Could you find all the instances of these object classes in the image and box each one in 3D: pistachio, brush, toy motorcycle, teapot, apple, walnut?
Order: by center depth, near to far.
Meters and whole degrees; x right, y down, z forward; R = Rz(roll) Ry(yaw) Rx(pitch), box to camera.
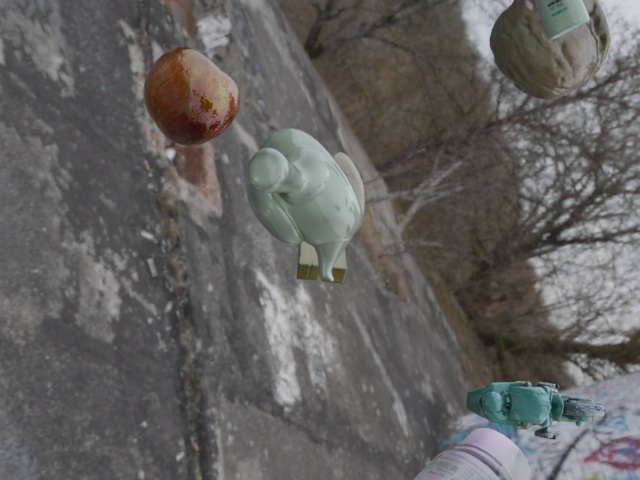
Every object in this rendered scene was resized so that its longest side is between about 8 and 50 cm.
[{"bbox_3d":[-0.046,-0.094,1.172,0.220,0.149,0.318,48,-8,36],"label":"teapot"},{"bbox_3d":[0.384,0.320,1.452,0.296,0.198,0.109,146,-50,-72],"label":"toy motorcycle"},{"bbox_3d":[-0.247,-0.277,1.484,0.195,0.173,0.160,32,32,-49],"label":"apple"},{"bbox_3d":[0.466,-0.404,1.532,0.248,0.248,0.248,-17,90,-80],"label":"walnut"},{"bbox_3d":[0.000,0.000,1.689,0.233,0.103,0.047,-91,-170,-52],"label":"brush"},{"bbox_3d":[0.048,-0.109,1.917,0.136,0.136,0.226,42,41,-72],"label":"pistachio"}]

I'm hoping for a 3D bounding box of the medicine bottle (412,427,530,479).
[{"bbox_3d":[0.385,0.657,1.986,0.302,0.241,0.241,-33,112,-35],"label":"medicine bottle"}]

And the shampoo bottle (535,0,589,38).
[{"bbox_3d":[0.364,-0.425,1.223,0.041,0.069,0.190,-26,94,-54],"label":"shampoo bottle"}]
